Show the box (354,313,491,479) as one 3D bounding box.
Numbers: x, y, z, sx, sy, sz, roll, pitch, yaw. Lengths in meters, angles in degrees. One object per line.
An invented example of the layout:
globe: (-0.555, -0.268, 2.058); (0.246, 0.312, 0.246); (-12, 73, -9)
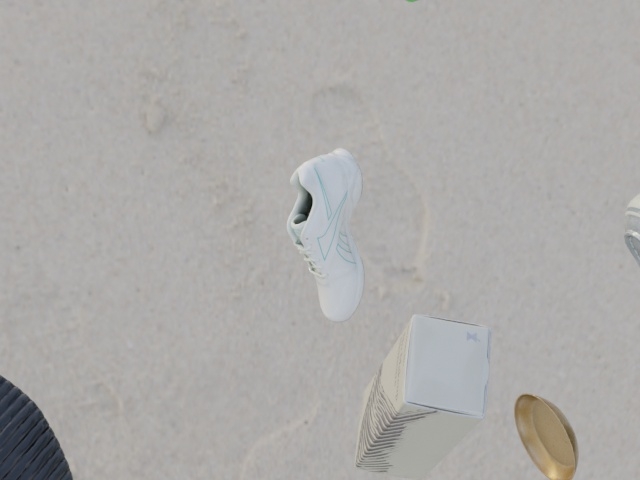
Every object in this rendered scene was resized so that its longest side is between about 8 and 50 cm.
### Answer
box: (0.114, 0.190, 1.360); (0.094, 0.275, 0.113); (11, 62, -5)

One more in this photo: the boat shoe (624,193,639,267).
boat shoe: (0.244, 0.076, 0.701); (0.081, 0.079, 0.227); (-36, 89, -4)

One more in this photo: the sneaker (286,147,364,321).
sneaker: (0.000, 0.000, 0.986); (0.061, 0.152, 0.053); (-17, 23, -35)

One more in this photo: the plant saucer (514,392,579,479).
plant saucer: (0.196, 0.166, 0.993); (0.015, 0.083, 0.083); (-21, 53, -20)

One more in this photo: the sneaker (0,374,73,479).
sneaker: (-0.345, 0.163, 1.038); (0.330, 0.146, 0.122); (39, 64, 12)
